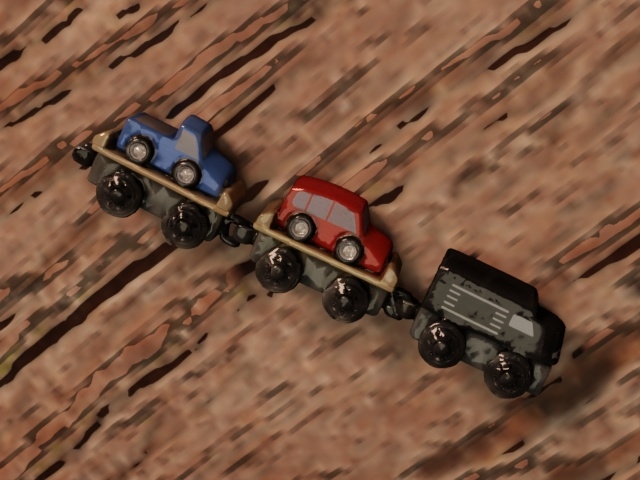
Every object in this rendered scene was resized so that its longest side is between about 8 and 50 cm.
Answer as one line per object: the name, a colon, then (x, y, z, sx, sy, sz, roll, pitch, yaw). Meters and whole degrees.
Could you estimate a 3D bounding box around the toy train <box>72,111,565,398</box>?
toy train: (0.000, 0.000, 0.418, 0.158, 0.027, 0.036, 25, 105, 3)
